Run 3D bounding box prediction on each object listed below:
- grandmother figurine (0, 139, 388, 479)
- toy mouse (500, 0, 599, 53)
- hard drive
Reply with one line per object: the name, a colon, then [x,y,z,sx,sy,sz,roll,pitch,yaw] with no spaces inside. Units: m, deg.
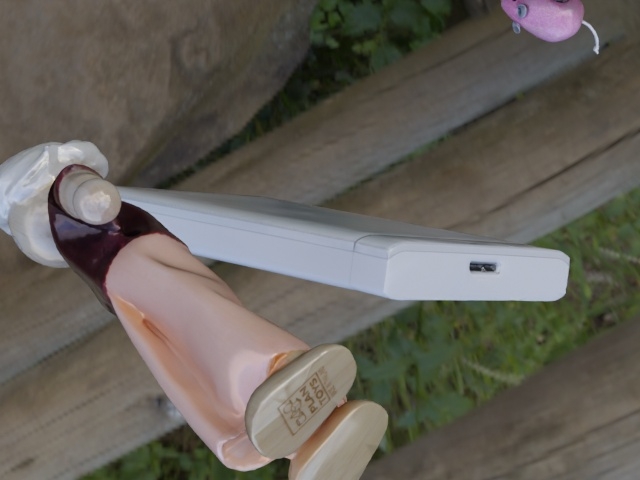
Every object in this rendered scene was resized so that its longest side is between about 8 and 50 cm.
grandmother figurine: [-0.111,0.028,0.843,0.104,0.342,0.208,-38,137,-20]
toy mouse: [0.154,-0.187,0.964,0.143,0.031,0.161,0,143,23]
hard drive: [0.000,0.000,1.132,0.233,0.353,0.047,3,96,-46]
